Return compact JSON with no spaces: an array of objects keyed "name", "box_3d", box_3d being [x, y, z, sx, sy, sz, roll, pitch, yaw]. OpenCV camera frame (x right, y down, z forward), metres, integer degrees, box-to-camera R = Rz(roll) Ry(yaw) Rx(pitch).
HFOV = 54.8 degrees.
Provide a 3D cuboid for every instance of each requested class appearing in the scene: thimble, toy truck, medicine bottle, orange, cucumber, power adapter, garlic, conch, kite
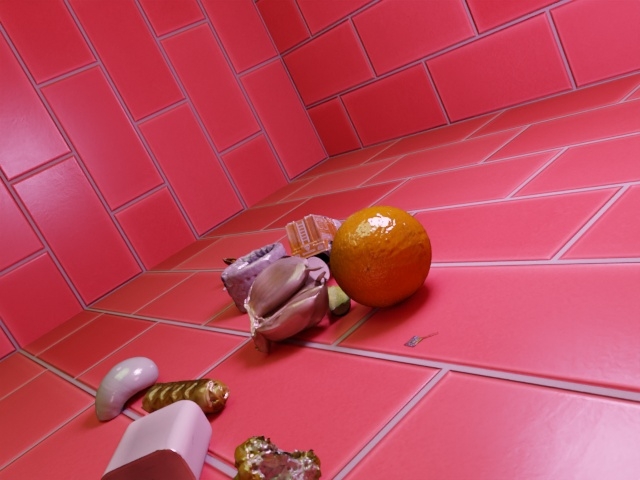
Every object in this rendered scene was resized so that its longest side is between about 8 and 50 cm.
[{"name":"thimble","box_3d":[-0.212,0.128,2.149,0.245,0.157,0.217,-29,12,-12]},{"name":"toy truck","box_3d":[0.000,0.000,2.056,0.136,0.162,0.305,-22,-9,18]},{"name":"medicine bottle","box_3d":[-0.061,0.133,1.892,0.188,0.088,0.132,-41,1,39]},{"name":"orange","box_3d":[0.156,0.041,1.592,0.274,0.274,0.274,-25,14,7]},{"name":"cucumber","box_3d":[0.050,0.166,1.777,0.070,0.046,0.220,-25,16,-1]},{"name":"power adapter","box_3d":[-0.337,0.443,1.320,0.187,0.124,0.255,-24,15,6]},{"name":"garlic","box_3d":[-0.092,0.161,1.707,0.292,0.210,0.237,-40,1,3]},{"name":"conch","box_3d":[-0.591,0.437,1.852,0.221,0.121,0.185,-42,-9,-33]},{"name":"kite","box_3d":[0.222,0.216,1.376,0.078,0.002,0.044,-29,14,-5]}]

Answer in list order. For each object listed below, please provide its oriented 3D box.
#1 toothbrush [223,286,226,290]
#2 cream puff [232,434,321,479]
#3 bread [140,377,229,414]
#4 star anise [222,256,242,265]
[{"name":"toothbrush","box_3d":[-0.385,0.180,2.554,0.011,0.013,0.131,-34,13,14]},{"name":"cream puff","box_3d":[-0.079,0.399,1.021,0.156,0.156,0.121,-43,-9,-49]},{"name":"bread","box_3d":[-0.336,0.397,1.558,0.269,0.098,0.087,-15,60,37]},{"name":"star anise","box_3d":[-0.309,0.125,2.515,0.140,0.158,0.144,-35,-28,-19]}]
